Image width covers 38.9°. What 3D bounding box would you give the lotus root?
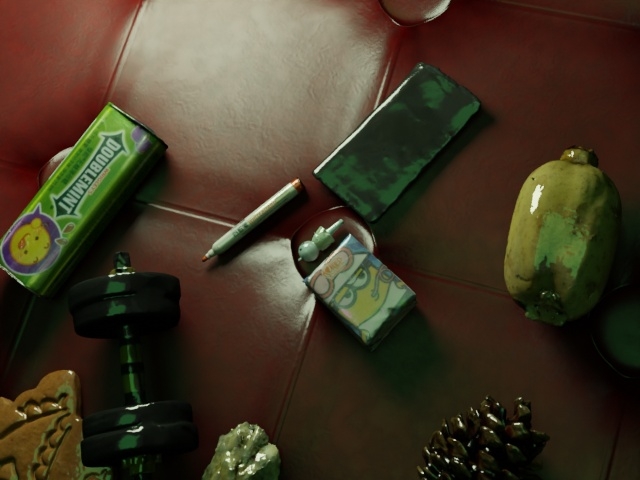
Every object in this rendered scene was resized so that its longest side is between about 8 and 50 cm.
[{"bbox_3d":[0.373,-0.012,1.390,0.160,0.146,0.284,17,75,-3],"label":"lotus root"}]

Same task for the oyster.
[{"bbox_3d":[-0.135,0.389,1.418,0.133,0.072,0.209,25,79,13],"label":"oyster"}]

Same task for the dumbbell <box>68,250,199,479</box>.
[{"bbox_3d":[-0.298,0.204,1.443,0.185,0.185,0.388,-12,74,8],"label":"dumbbell"}]

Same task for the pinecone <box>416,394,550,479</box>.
[{"bbox_3d":[0.242,0.329,1.309,0.179,0.184,0.204,35,58,27],"label":"pinecone"}]

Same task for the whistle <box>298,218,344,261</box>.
[{"bbox_3d":[0.000,0.000,1.516,0.100,0.035,0.035,-42,71,-4],"label":"whistle"}]

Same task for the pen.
[{"bbox_3d":[-0.117,-0.033,1.553,0.218,0.026,0.026,-38,71,-1],"label":"pen"}]

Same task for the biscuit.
[{"bbox_3d":[-0.446,0.374,1.496,0.306,0.043,0.284,36,84,18],"label":"biscuit"}]

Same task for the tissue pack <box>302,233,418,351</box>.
[{"bbox_3d":[0.064,0.084,1.464,0.115,0.065,0.155,-45,72,-4],"label":"tissue pack"}]

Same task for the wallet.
[{"bbox_3d":[0.131,-0.170,1.541,0.146,0.030,0.285,41,85,21],"label":"wallet"}]

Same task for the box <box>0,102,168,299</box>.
[{"bbox_3d":[-0.420,-0.073,1.585,0.134,0.097,0.345,36,84,18],"label":"box"}]
